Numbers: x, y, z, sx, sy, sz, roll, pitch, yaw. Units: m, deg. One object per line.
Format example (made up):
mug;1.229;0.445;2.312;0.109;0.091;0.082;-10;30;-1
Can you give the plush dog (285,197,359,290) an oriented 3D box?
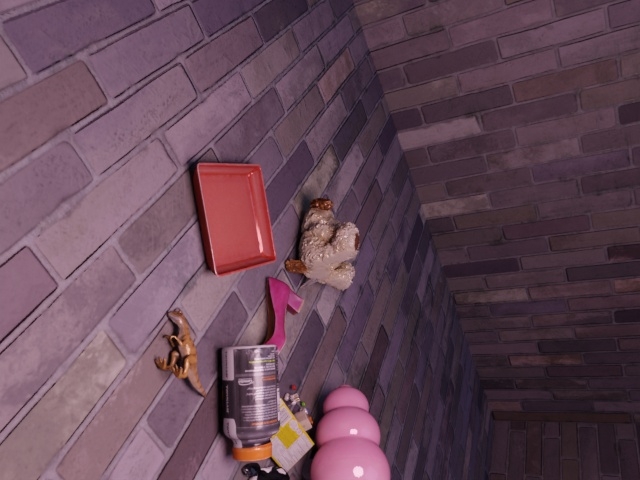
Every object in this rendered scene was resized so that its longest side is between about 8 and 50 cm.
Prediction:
plush dog;0.000;0.000;1.625;0.262;0.210;0.225;92;-5;-51

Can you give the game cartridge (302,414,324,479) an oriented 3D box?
game cartridge;0.045;0.626;1.624;0.297;0.062;0.198;-61;139;-49

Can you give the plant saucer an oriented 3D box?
plant saucer;-0.212;-0.055;1.334;0.258;0.047;0.259;-14;96;-62

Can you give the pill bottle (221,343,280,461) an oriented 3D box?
pill bottle;-0.156;0.360;1.233;0.130;0.130;0.246;16;69;-60

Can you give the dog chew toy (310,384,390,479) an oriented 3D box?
dog chew toy;0.074;0.543;1.468;0.332;0.206;0.206;-92;156;-46

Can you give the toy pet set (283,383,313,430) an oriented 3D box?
toy pet set;-0.067;0.472;1.472;0.114;0.065;0.122;-121;-174;-58

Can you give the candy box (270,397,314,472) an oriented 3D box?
candy box;-0.098;0.485;1.368;0.105;0.027;0.206;-39;124;-17

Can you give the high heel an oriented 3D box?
high heel;-0.134;0.211;1.405;0.117;0.082;0.244;36;59;-12

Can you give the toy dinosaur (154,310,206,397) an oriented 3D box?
toy dinosaur;-0.271;0.248;1.120;0.112;0.064;0.211;-27;106;-62

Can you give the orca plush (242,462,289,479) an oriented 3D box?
orca plush;-0.136;0.587;1.237;0.287;0.102;0.151;23;63;-58
